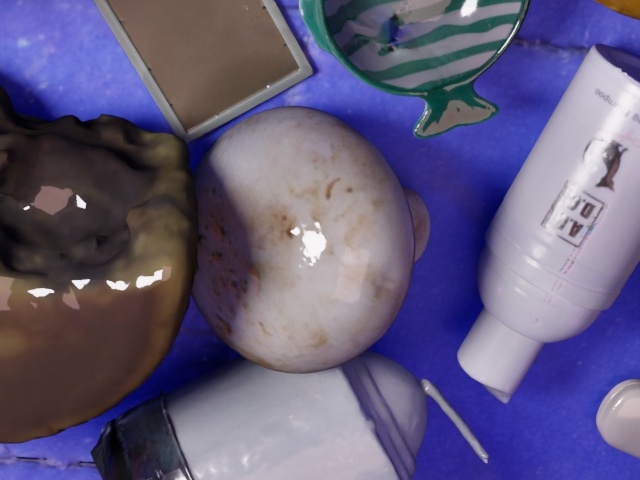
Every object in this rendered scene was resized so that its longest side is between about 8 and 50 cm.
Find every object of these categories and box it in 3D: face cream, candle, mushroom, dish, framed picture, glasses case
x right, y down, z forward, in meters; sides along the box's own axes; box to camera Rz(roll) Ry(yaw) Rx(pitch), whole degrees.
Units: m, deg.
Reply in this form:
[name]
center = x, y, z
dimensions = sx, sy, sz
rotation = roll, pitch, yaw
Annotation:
[face cream]
center = 0.234, 0.005, 1.724
dimensions = 0.145, 0.145, 0.370
rotation = 20, 109, -21
[candle]
center = -0.035, 0.207, 1.731
dimensions = 0.342, 0.221, 0.221
rotation = -27, 119, -2
[mushroom]
center = 0.000, 0.000, 1.648
dimensions = 0.243, 0.243, 0.243
rotation = -5, 118, -10
[dish]
center = 0.090, -0.221, 1.614
dimensions = 0.224, 0.078, 0.246
rotation = -17, 118, -4
[framed picture]
center = -0.107, -0.191, 1.623
dimensions = 0.142, 0.011, 0.183
rotation = -29, 120, 3
[glasses case]
center = 0.387, 0.206, 1.917
dimensions = 0.204, 0.051, 0.081
rotation = 22, 111, -22

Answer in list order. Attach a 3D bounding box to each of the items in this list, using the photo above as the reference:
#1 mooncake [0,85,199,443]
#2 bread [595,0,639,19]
[mooncake]
center = -0.316, -0.029, 1.521
dimensions = 0.393, 0.246, 0.394
rotation = -23, 120, 9
[bread]
center = 0.285, -0.265, 1.641
dimensions = 0.189, 0.077, 0.114
rotation = 32, 102, -22
